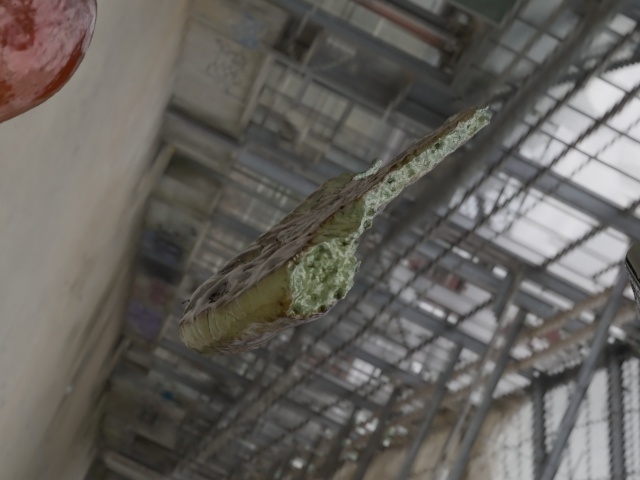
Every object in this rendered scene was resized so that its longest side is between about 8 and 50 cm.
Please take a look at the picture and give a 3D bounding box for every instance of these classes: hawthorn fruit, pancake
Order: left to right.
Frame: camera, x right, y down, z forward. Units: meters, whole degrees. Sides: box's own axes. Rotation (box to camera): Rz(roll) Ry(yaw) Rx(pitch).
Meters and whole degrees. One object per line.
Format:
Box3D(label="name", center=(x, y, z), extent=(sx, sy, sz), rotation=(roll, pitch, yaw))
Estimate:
Box3D(label="hawthorn fruit", center=(-0.253, -0.140, 0.741), extent=(0.225, 0.196, 0.196), rotation=(-40, 180, -9))
Box3D(label="pancake", center=(-0.004, 0.003, 1.136), extent=(0.305, 0.067, 0.427), rotation=(-38, -176, -17))

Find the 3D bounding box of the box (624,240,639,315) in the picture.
Box3D(label="box", center=(0.214, 0.028, 0.617), extent=(0.069, 0.122, 0.084), rotation=(-101, 171, -67))
